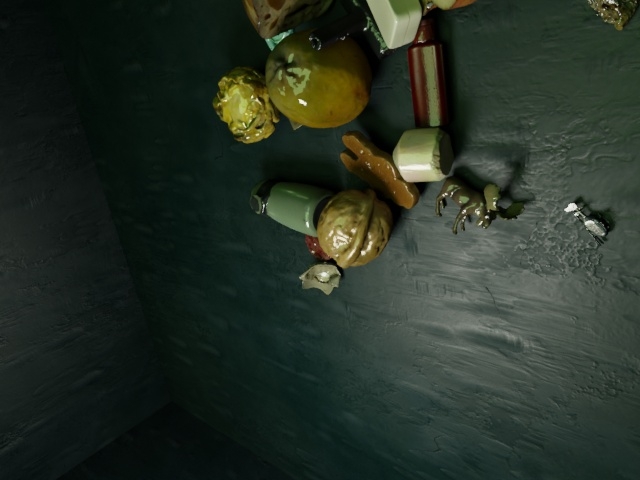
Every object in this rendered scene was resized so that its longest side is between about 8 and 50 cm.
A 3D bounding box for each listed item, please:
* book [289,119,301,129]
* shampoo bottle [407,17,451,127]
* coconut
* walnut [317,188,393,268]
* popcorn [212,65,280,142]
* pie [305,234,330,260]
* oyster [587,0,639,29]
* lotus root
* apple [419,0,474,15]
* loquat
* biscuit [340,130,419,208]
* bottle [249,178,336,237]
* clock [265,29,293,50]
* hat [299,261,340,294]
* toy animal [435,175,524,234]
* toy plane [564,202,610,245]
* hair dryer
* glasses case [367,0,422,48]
[{"bbox_3d":[-0.086,-0.479,1.621,0.139,0.016,0.198,-18,99,48],"label":"book"},{"bbox_3d":[0.273,-0.424,1.262,0.102,0.064,0.260,10,118,47],"label":"shampoo bottle"},{"bbox_3d":[0.267,-0.227,1.319,0.153,0.147,0.147,4,114,36],"label":"coconut"},{"bbox_3d":[0.107,-0.042,1.520,0.225,0.257,0.257,21,133,-6],"label":"walnut"},{"bbox_3d":[-0.251,-0.460,1.669,0.250,0.190,0.250,20,119,41],"label":"popcorn"},{"bbox_3d":[0.000,0.000,1.786,0.154,0.038,0.153,26,130,34],"label":"pie"},{"bbox_3d":[0.567,-0.482,0.954,0.148,0.051,0.103,56,146,-10],"label":"oyster"},{"bbox_3d":[-0.094,-0.737,1.279,0.316,0.316,0.249,-42,71,48],"label":"lotus root"},{"bbox_3d":[0.290,-0.627,1.047,0.293,0.163,0.251,-121,12,-56],"label":"apple"},{"bbox_3d":[-0.004,-0.440,1.366,0.276,0.284,0.275,2,93,45],"label":"loquat"},{"bbox_3d":[0.176,-0.205,1.463,0.295,0.044,0.186,44,162,17],"label":"biscuit"},{"bbox_3d":[-0.102,-0.126,1.722,0.347,0.169,0.168,18,124,40],"label":"bottle"},{"bbox_3d":[-0.127,-0.667,1.540,0.135,0.041,0.101,-28,91,48],"label":"clock"},{"bbox_3d":[-0.007,0.136,1.840,0.147,0.084,0.175,14,156,-4],"label":"hat"},{"bbox_3d":[0.403,-0.096,1.296,0.214,0.094,0.186,51,130,23],"label":"toy animal"},{"bbox_3d":[0.628,-0.044,1.150,0.120,0.031,0.049,49,145,9],"label":"toy plane"},{"bbox_3d":[0.074,-0.540,1.263,0.197,0.251,0.089,56,155,1],"label":"hair dryer"},{"bbox_3d":[0.146,-0.629,1.185,0.131,0.070,0.312,89,161,-79],"label":"glasses case"}]
